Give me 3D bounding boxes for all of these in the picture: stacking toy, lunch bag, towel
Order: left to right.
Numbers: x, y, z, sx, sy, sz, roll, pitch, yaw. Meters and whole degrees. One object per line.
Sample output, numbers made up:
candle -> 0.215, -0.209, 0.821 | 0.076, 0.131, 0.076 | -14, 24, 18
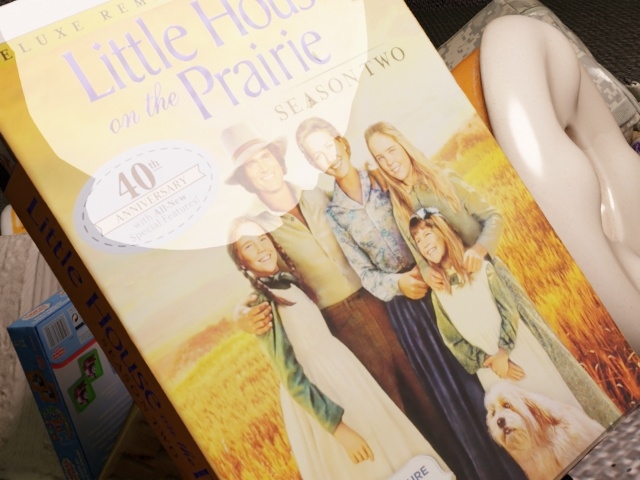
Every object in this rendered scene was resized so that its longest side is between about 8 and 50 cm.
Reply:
towel -> -0.288, 0.123, 1.028 | 0.187, 0.282, 0.049 | -6, -17, 27
stacking toy -> 0.080, 0.023, 1.021 | 0.479, 0.351, 0.350 | -24, 13, 27
lunch bag -> 0.238, -0.133, 1.294 | 0.305, 0.212, 0.256 | -40, 30, 10

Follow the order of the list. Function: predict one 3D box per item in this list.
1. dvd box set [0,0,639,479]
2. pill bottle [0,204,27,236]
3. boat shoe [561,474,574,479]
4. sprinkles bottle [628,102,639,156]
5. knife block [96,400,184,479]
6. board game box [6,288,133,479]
dvd box set -> 0.000, 0.000, 0.644 | 0.307, 0.421, 0.062 | -30, -3, -32
pill bottle -> -0.350, -0.017, 1.609 | 0.278, 0.162, 0.162 | -17, 18, -3
boat shoe -> 0.093, 0.242, 0.603 | 0.102, 0.092, 0.285 | 0, 24, 39
sprinkles bottle -> 0.453, -0.102, 1.271 | 0.121, 0.121, 0.355 | -16, 18, -1
knife block -> -0.095, 0.091, 0.923 | 0.088, 0.276, 0.242 | 27, 19, -8
board game box -> -0.195, 0.138, 0.951 | 0.039, 0.212, 0.160 | -6, 20, 29
